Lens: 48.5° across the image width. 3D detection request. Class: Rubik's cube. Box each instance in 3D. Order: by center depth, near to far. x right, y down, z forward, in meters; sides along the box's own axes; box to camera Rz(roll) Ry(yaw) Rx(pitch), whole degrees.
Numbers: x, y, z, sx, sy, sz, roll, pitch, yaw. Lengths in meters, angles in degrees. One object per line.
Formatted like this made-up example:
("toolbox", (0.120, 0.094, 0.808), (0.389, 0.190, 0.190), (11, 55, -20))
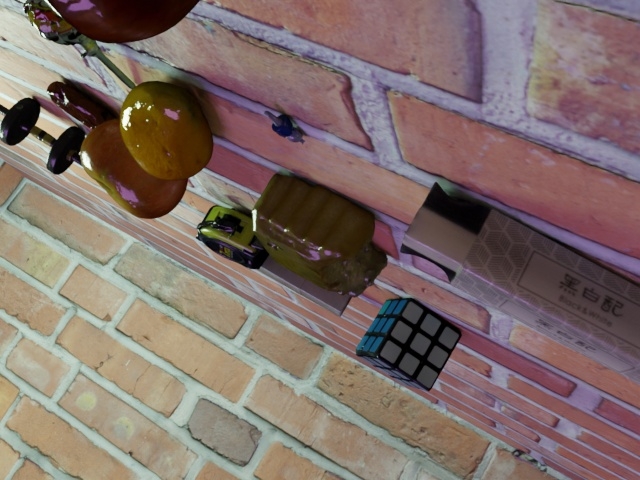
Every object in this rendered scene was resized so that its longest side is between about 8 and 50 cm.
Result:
("Rubik's cube", (0.202, 0.239, 1.656), (0.163, 0.162, 0.160), (33, 167, -10))

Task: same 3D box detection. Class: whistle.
("whistle", (-0.054, -0.168, 1.047), (0.083, 0.029, 0.033), (35, -176, -44))

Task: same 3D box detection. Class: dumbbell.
("dumbbell", (-0.747, -0.281, 1.911), (0.326, 0.143, 0.143), (32, 167, -2))

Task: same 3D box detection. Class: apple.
("apple", (-0.392, -0.160, 1.523), (0.235, 0.173, 0.210), (45, 167, -17))

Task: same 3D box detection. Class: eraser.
("eraser", (0.305, 0.064, 0.938), (0.404, 0.098, 0.096), (29, 165, 8))

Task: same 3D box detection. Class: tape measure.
("tape measure", (-0.211, -0.016, 1.766), (0.186, 0.112, 0.199), (24, 161, 2))

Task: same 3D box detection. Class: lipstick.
("lipstick", (-0.089, 0.075, 1.883), (0.372, 0.079, 0.076), (29, 165, 8))

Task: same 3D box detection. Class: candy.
("candy", (-0.375, -0.316, 1.157), (0.091, 0.083, 0.305), (27, 174, 13))

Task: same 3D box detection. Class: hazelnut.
("hazelnut", (-0.193, -0.287, 0.650), (0.178, 0.178, 0.203), (9, 123, 59))

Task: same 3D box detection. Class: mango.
("mango", (-0.268, -0.192, 1.240), (0.176, 0.119, 0.317), (40, 161, -4))

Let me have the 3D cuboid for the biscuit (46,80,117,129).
("biscuit", (-0.529, -0.293, 1.601), (0.192, 0.049, 0.192), (33, 173, 4))

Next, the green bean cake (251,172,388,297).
("green bean cake", (0.000, 0.000, 1.322), (0.233, 0.124, 0.236), (26, 165, 21))
